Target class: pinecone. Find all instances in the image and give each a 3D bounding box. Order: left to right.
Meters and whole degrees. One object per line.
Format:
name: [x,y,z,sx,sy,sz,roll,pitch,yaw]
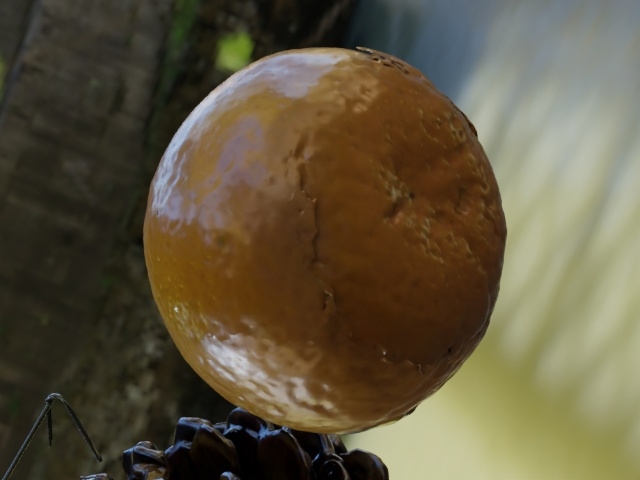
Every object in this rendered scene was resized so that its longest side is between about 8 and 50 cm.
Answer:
pinecone: [-0.064,0.224,1.225,0.224,0.272,0.224,-14,72,53]

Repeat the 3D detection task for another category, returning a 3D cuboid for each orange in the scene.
orange: [0.003,0.000,0.984,0.193,0.219,0.219,5,72,47]

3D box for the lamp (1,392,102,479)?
lamp: [-0.199,0.155,1.137,0.041,0.054,0.121,-5,27,34]
